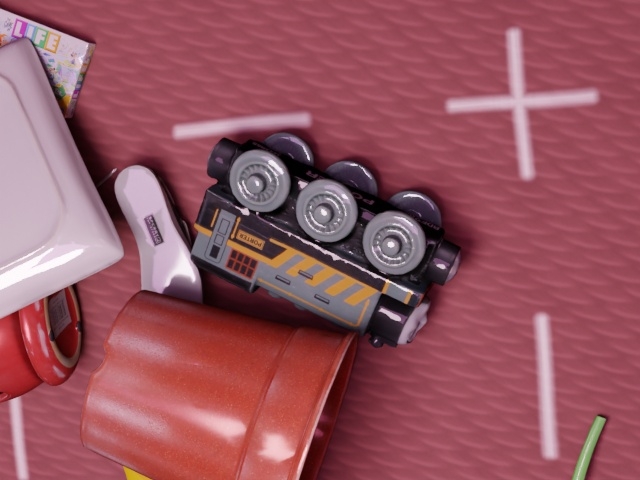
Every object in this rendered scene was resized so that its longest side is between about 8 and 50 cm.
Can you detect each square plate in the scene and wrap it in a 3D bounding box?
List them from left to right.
[{"bbox_3d":[-0.461,-0.052,1.535,0.347,0.049,0.344,-26,70,-2],"label":"square plate"}]

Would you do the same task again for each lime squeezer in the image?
[{"bbox_3d":[0.329,0.375,1.525,0.109,0.059,0.311,-13,92,14],"label":"lime squeezer"}]

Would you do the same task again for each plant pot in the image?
[{"bbox_3d":[-0.407,0.116,1.597,0.174,0.191,0.191,-8,94,7],"label":"plant pot"},{"bbox_3d":[-0.122,0.193,1.473,0.265,0.272,0.273,19,100,8],"label":"plant pot"}]

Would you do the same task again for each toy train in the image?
[{"bbox_3d":[0.000,0.000,1.525,0.333,0.142,0.190,25,113,7],"label":"toy train"}]

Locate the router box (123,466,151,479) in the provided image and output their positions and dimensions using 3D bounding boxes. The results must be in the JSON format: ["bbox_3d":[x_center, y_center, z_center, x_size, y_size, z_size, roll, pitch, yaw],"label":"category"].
[{"bbox_3d":[-0.162,0.297,1.631,0.178,0.046,0.133,-18,91,13],"label":"router box"}]

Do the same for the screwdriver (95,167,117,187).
[{"bbox_3d":[-0.329,-0.038,1.646,0.170,0.024,0.025,-36,58,12],"label":"screwdriver"}]

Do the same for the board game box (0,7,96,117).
[{"bbox_3d":[-0.381,-0.235,1.632,0.154,0.026,0.104,22,100,10],"label":"board game box"}]

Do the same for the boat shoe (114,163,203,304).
[{"bbox_3d":[-0.196,0.007,1.595,0.077,0.070,0.219,-17,90,9],"label":"boat shoe"}]
